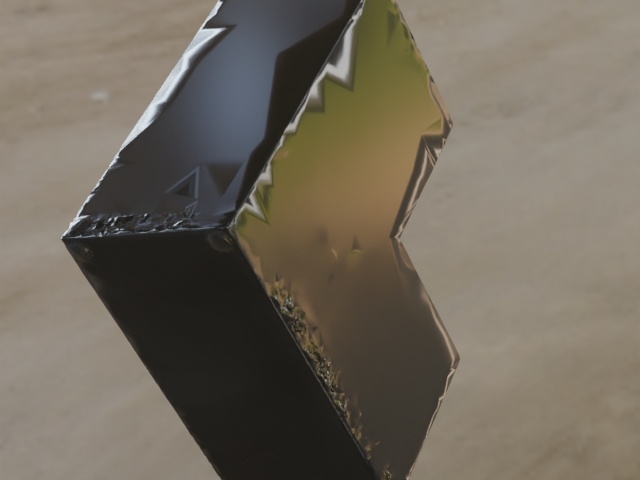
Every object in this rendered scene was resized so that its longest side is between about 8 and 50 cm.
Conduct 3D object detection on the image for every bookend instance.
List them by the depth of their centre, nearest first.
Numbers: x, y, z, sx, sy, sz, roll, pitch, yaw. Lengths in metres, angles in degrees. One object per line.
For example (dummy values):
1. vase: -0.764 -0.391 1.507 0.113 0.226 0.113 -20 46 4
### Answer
1. bookend: 0.000 0.000 0.660 0.072 0.156 0.157 -3 43 33
